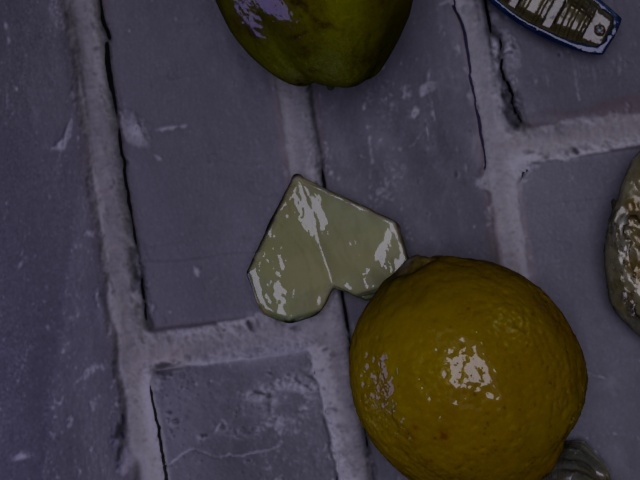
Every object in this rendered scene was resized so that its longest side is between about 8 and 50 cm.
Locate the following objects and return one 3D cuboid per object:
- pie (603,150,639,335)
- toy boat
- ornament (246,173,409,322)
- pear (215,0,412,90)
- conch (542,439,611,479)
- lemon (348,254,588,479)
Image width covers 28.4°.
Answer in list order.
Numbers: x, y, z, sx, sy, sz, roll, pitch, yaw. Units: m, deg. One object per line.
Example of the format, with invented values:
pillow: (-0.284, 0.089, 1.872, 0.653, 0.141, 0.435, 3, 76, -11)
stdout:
pie: (0.500, 0.002, 1.522, 0.339, 0.077, 0.339, 0, 88, 6)
toy boat: (0.262, -0.303, 1.575, 0.229, 0.046, 0.080, 28, 92, 7)
ornament: (0.000, 0.000, 1.592, 0.201, 0.059, 0.180, -18, 85, 3)
pear: (-0.010, -0.338, 1.499, 0.269, 0.269, 0.321, -11, 99, 6)
conch: (0.287, 0.322, 1.540, 0.207, 0.130, 0.155, -7, 52, 28)
lemon: (0.167, 0.156, 1.462, 0.293, 0.293, 0.293, 0, 88, 6)
